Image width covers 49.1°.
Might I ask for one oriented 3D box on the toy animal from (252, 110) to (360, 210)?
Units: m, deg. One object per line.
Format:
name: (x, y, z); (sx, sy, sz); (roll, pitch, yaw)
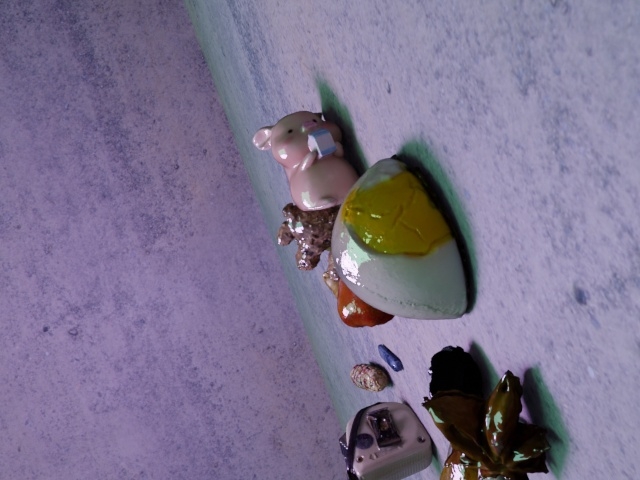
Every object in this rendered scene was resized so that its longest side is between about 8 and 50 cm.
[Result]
toy animal: (-0.022, -0.189, 1.661); (0.213, 0.195, 0.256); (152, 99, -71)

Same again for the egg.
egg: (0.122, 0.019, 1.326); (0.337, 0.201, 0.337); (160, 90, -81)

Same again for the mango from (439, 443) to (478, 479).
mango: (0.326, 0.561, 1.513); (0.193, 0.146, 0.316); (-144, 48, -69)

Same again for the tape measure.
tape measure: (0.156, 0.571, 1.985); (0.231, 0.271, 0.133); (-128, 20, -52)

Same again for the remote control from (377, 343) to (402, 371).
remote control: (0.198, 0.338, 2.006); (0.043, 0.027, 0.152); (67, 172, -13)

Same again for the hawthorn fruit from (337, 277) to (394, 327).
hawthorn fruit: (0.108, 0.113, 1.732); (0.162, 0.163, 0.203); (154, 109, -79)

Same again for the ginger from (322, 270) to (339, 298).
ginger: (0.081, 0.160, 2.102); (0.115, 0.081, 0.205); (60, 169, -30)

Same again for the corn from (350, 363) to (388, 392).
corn: (0.158, 0.439, 2.237); (0.253, 0.086, 0.086); (148, 101, -77)

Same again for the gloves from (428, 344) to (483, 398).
gloves: (0.279, 0.288, 1.385); (0.181, 0.106, 0.129); (34, -153, -53)

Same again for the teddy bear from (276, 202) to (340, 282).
teddy bear: (-0.001, 0.009, 1.886); (0.222, 0.246, 0.296); (-55, -25, -56)

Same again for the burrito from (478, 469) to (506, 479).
burrito: (0.350, 0.531, 1.371); (0.059, 0.082, 0.275); (-2, 96, 59)

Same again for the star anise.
star anise: (0.286, 0.341, 1.239); (0.237, 0.148, 0.346); (21, 152, 11)
